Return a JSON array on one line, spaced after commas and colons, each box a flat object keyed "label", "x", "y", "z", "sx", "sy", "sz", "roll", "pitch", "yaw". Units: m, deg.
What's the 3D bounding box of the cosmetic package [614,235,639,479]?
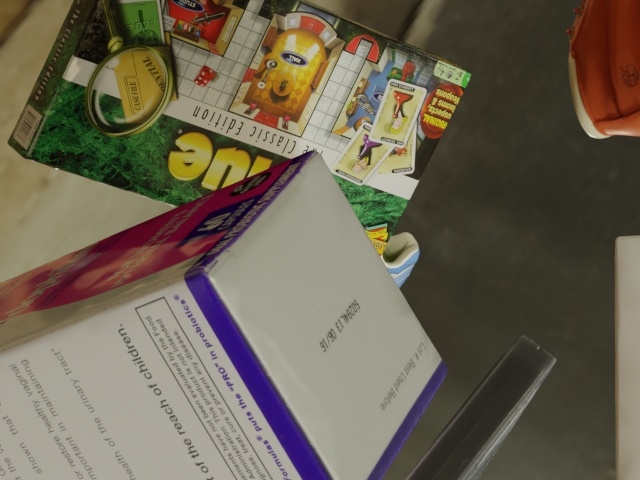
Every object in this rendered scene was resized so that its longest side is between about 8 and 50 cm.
[{"label": "cosmetic package", "x": 0.316, "y": 0.110, "z": 1.509, "sx": 0.138, "sy": 0.224, "sz": 0.224, "roll": -1, "pitch": 178, "yaw": 18}]

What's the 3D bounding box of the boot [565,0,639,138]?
[{"label": "boot", "x": 0.154, "y": -0.128, "z": 0.975, "sx": 0.084, "sy": 0.059, "sz": 0.158, "roll": -11, "pitch": 84, "yaw": 51}]

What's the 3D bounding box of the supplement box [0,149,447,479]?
[{"label": "supplement box", "x": -0.080, "y": 0.066, "z": 0.767, "sx": 0.220, "sy": 0.111, "sz": 0.114, "roll": -23, "pitch": 105, "yaw": 31}]

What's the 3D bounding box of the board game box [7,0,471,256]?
[{"label": "board game box", "x": -0.038, "y": -0.075, "z": 1.077, "sx": 0.259, "sy": 0.136, "sz": 0.030, "roll": 17, "pitch": -164, "yaw": -40}]

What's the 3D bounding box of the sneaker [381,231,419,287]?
[{"label": "sneaker", "x": 0.000, "y": 0.000, "z": 1.682, "sx": 0.211, "sy": 0.081, "sz": 0.080, "roll": 20, "pitch": -147, "yaw": -44}]

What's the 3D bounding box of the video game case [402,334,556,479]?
[{"label": "video game case", "x": 0.021, "y": 0.177, "z": 0.951, "sx": 0.026, "sy": 0.196, "sz": 0.274, "roll": 37, "pitch": 150, "yaw": 9}]
